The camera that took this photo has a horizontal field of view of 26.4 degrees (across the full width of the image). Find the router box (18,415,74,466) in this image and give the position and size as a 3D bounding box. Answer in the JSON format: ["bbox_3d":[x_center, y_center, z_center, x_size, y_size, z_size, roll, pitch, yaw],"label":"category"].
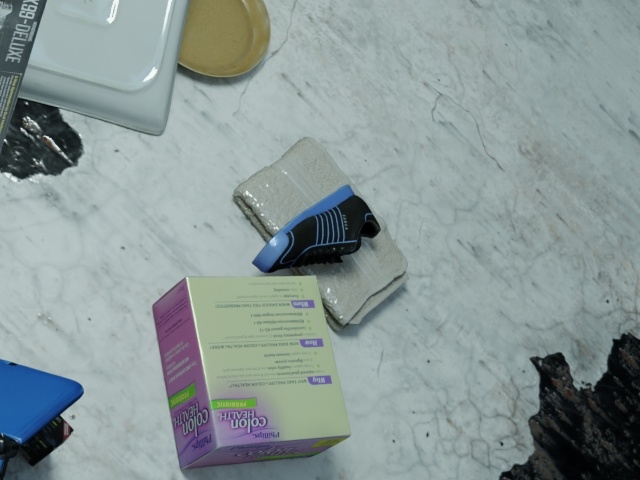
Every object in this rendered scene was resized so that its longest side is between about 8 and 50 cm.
[{"bbox_3d":[-0.376,0.219,1.714,0.122,0.092,0.038,49,51,-4],"label":"router box"}]

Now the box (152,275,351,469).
[{"bbox_3d":[-0.098,0.180,1.898,0.214,0.117,0.243,0,67,-33],"label":"box"}]

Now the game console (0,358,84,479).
[{"bbox_3d":[-0.463,0.245,1.585,0.293,0.173,0.250,13,83,19],"label":"game console"}]

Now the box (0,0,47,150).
[{"bbox_3d":[-0.501,-0.214,1.711,0.242,0.307,0.076,5,26,-38],"label":"box"}]

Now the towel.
[{"bbox_3d":[0.008,-0.012,2.106,0.282,0.049,0.187,52,50,-1],"label":"towel"}]

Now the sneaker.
[{"bbox_3d":[0.000,0.000,2.014,0.090,0.081,0.232,48,50,7],"label":"sneaker"}]

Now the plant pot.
[{"bbox_3d":[-0.189,-0.357,2.159,0.236,0.032,0.236,15,60,-26],"label":"plant pot"}]

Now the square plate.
[{"bbox_3d":[-0.342,-0.359,1.961,0.344,0.049,0.347,13,86,-28],"label":"square plate"}]
